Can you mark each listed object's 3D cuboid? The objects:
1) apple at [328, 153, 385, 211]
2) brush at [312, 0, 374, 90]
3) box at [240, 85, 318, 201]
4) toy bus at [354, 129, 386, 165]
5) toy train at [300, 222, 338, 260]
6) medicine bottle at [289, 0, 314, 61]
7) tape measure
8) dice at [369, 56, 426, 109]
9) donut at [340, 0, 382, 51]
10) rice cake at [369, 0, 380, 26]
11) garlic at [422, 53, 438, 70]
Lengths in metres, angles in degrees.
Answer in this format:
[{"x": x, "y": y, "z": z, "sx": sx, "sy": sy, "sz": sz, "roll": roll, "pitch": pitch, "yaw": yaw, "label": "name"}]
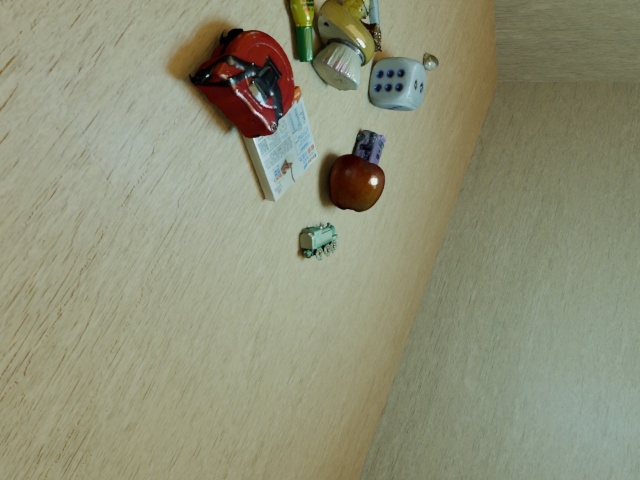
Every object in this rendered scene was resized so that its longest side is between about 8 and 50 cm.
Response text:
[{"x": 0.140, "y": -0.223, "z": 1.655, "sx": 0.234, "sy": 0.234, "sz": 0.234, "roll": -30, "pitch": 126, "yaw": -52, "label": "apple"}, {"x": 0.055, "y": -0.639, "z": 1.411, "sx": 0.266, "sy": 0.174, "sz": 0.166, "roll": 35, "pitch": 81, "yaw": -49, "label": "brush"}, {"x": -0.119, "y": -0.306, "z": 1.351, "sx": 0.273, "sy": 0.048, "sz": 0.265, "roll": -52, "pitch": 140, "yaw": -37, "label": "box"}, {"x": 0.199, "y": -0.362, "z": 1.802, "sx": 0.096, "sy": 0.108, "sz": 0.199, "roll": 30, "pitch": 76, "yaw": -59, "label": "toy bus"}, {"x": 0.000, "y": 0.000, "z": 1.644, "sx": 0.194, "sy": 0.080, "sz": 0.125, "roll": -25, "pitch": 118, "yaw": -52, "label": "toy train"}, {"x": -0.054, "y": -0.684, "z": 1.298, "sx": 0.095, "sy": 0.064, "sz": 0.261, "roll": -37, "pitch": 133, "yaw": -48, "label": "medicine bottle"}, {"x": -0.180, "y": -0.417, "z": 1.109, "sx": 0.253, "sy": 0.114, "sz": 0.261, "roll": 44, "pitch": 60, "yaw": -43, "label": "tape measure"}, {"x": 0.331, "y": -0.664, "z": 1.824, "sx": 0.191, "sy": 0.193, "sz": 0.194, "roll": -7, "pitch": 108, "yaw": -60, "label": "dice"}, {"x": 0.136, "y": -0.780, "z": 1.513, "sx": 0.217, "sy": 0.141, "sz": 0.085, "roll": 59, "pitch": 42, "yaw": -51, "label": "donut"}, {"x": 0.215, "y": -0.909, "z": 1.688, "sx": 0.043, "sy": 0.034, "sz": 0.211, "roll": -50, "pitch": 140, "yaw": -43, "label": "rice cake"}, {"x": 0.599, "y": -0.952, "z": 2.280, "sx": 0.152, "sy": 0.066, "sz": 0.084, "roll": -23, "pitch": 119, "yaw": -51, "label": "garlic"}]
